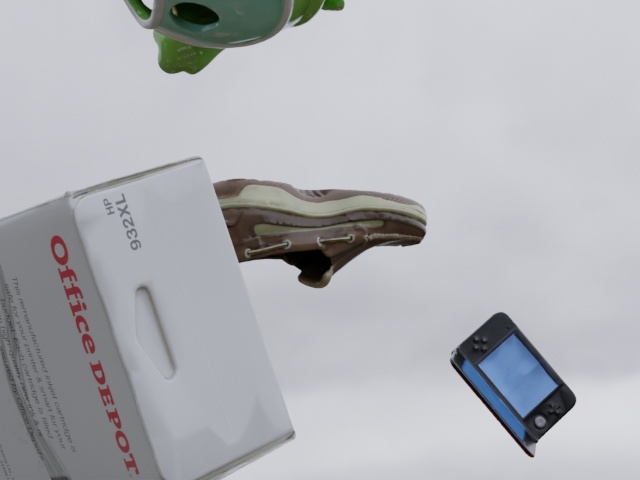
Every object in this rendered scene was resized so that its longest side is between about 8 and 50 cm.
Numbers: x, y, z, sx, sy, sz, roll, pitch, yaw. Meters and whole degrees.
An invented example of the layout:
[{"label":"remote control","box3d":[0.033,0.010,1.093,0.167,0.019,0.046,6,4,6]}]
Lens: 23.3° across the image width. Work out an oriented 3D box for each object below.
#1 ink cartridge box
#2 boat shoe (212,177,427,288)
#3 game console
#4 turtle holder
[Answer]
[{"label":"ink cartridge box","box3d":[-0.187,0.082,1.185,0.129,0.223,0.307,-21,4,-41]},{"label":"boat shoe","box3d":[-0.005,0.001,1.526,0.257,0.095,0.095,4,-12,-32]},{"label":"game console","box3d":[0.222,0.161,1.770,0.144,0.124,0.085,50,-20,2]},{"label":"turtle holder","box3d":[-0.122,-0.329,1.748,0.227,0.243,0.320,-26,7,-22]}]
